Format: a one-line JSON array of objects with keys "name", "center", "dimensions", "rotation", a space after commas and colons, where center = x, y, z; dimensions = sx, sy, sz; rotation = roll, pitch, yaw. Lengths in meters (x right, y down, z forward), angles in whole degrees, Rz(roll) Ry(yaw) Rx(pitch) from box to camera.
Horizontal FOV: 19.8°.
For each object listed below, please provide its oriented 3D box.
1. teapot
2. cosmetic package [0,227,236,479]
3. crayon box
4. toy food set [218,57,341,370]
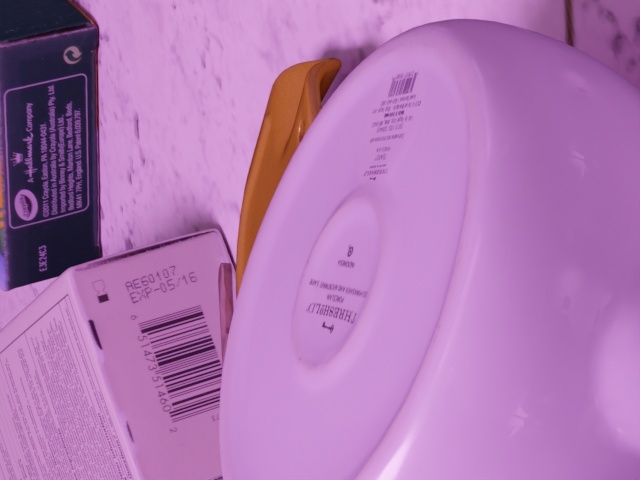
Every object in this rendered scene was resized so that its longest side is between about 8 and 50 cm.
[{"name": "teapot", "center": [0.084, 0.044, 0.736], "dimensions": [0.252, 0.187, 0.256], "rotation": [-55, 28, 34]}, {"name": "cosmetic package", "center": [-0.144, 0.116, 1.254], "dimensions": [0.309, 0.113, 0.160], "rotation": [-32, 76, 62]}, {"name": "crayon box", "center": [-0.274, -0.132, 1.390], "dimensions": [0.323, 0.083, 0.203], "rotation": [43, 140, 45]}, {"name": "toy food set", "center": [0.000, 0.000, 0.988], "dimensions": [0.218, 0.071, 0.128], "rotation": [109, 160, -46]}]
